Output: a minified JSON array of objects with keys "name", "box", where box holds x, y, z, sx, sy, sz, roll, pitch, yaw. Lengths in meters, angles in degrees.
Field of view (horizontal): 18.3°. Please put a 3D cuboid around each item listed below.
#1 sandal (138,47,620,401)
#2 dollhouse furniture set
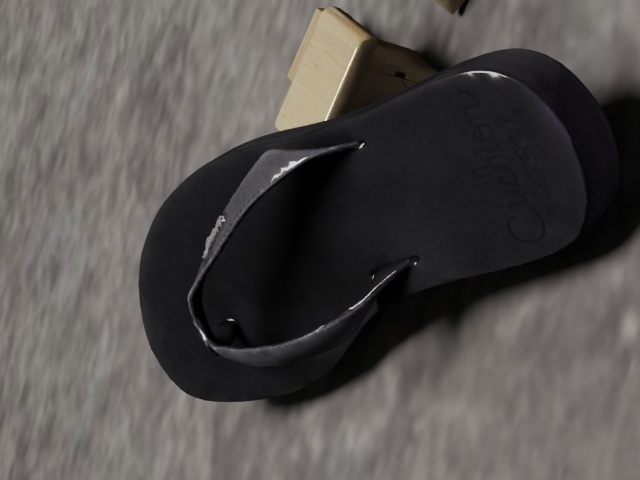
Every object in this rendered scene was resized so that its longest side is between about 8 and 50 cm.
[{"name":"sandal","box":[0.000,-0.001,0.743,0.254,0.054,0.097,-32,93,48]},{"name":"dollhouse furniture set","box":[-0.016,-0.139,0.818,0.182,0.101,0.161,46,118,54]}]
